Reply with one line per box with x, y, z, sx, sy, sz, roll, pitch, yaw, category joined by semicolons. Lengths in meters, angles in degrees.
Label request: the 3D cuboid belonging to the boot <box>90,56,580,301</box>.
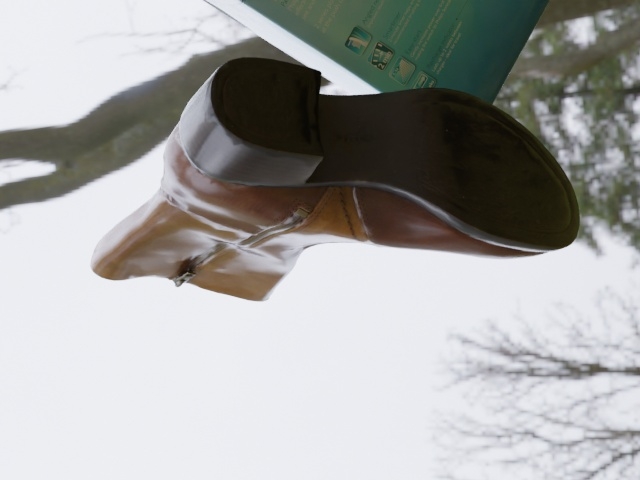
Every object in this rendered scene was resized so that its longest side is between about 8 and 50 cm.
0.000;0.000;0.827;0.264;0.280;0.096;7;-115;-20;boot

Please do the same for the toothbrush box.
0.029;-0.237;0.910;0.295;0.126;0.216;27;-89;-31;toothbrush box
